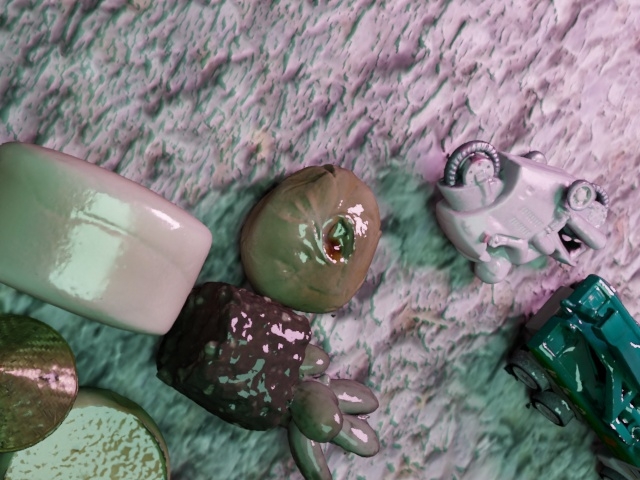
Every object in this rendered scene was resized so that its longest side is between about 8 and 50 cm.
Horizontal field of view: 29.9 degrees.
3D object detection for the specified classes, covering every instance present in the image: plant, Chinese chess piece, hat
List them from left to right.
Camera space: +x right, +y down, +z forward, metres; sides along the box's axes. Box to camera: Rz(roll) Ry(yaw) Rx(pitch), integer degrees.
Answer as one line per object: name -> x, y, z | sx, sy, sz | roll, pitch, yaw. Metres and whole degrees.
hat -> -0.322, 0.138, 1.207 | 0.146, 0.067, 0.146 | 0, 73, -1
Chinese chess piece -> -0.256, 0.251, 1.289 | 0.188, 0.083, 0.188 | -4, 100, -20
plant -> -0.042, 0.160, 1.333 | 0.274, 0.149, 0.146 | 40, 82, -27

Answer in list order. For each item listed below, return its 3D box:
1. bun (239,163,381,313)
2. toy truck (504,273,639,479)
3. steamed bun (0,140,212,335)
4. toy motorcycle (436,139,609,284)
bun -> 0.000, 0.000, 1.343 | 0.167, 0.113, 0.173 | 8, 94, -26
toy truck -> 0.388, 0.198, 1.520 | 0.176, 0.178, 0.363 | -45, 116, -12
steamed bun -> -0.231, 0.002, 1.213 | 0.242, 0.164, 0.146 | 25, 86, -24
toy motorcycle -> 0.235, -0.024, 1.461 | 0.260, 0.110, 0.171 | 16, 108, -33
